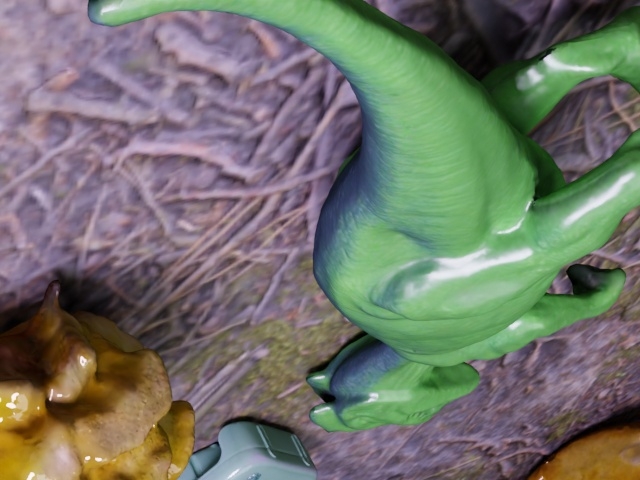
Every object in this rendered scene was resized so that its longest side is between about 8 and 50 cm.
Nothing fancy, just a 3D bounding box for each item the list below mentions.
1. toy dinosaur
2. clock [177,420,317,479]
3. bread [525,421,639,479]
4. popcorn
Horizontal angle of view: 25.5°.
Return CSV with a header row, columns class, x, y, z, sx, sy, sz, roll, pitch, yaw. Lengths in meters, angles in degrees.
class,x,y,z,sx,sy,sz,roll,pitch,yaw
toy dinosaur,0.000,0.000,0.726,0.500,0.144,0.374,7,146,-43
clock,-0.075,0.179,0.976,0.135,0.041,0.101,-37,151,14
bread,0.295,0.305,1.269,0.312,0.312,0.172,-37,141,11
popcorn,-0.143,0.102,0.706,0.148,0.152,0.167,-8,-167,35
